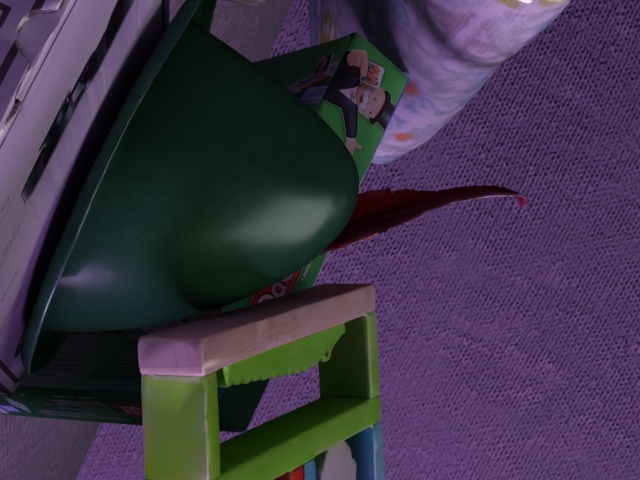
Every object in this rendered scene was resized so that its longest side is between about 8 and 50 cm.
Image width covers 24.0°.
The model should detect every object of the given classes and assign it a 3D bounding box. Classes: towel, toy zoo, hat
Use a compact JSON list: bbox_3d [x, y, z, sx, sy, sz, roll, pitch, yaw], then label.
[{"bbox_3d":[0.047,-0.257,0.850,0.320,0.090,0.375,128,-43,-77],"label":"towel"},{"bbox_3d":[-0.016,0.174,0.666,0.192,0.030,0.293,-11,100,-67],"label":"toy zoo"},{"bbox_3d":[0.000,0.000,0.643,0.173,0.183,0.209,121,-6,-67],"label":"hat"}]

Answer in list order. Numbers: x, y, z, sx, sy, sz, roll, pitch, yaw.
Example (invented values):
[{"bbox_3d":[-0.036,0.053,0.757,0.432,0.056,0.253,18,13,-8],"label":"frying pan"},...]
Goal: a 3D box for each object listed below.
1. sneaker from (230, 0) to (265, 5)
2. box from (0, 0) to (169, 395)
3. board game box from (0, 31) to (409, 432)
[{"bbox_3d":[-0.057,-0.168,0.581,0.110,0.118,0.292,-63,179,-8],"label":"sneaker"},{"bbox_3d":[-0.127,-0.047,0.553,0.290,0.087,0.169,121,-6,-78],"label":"box"},{"bbox_3d":[-0.099,0.002,0.876,0.317,0.046,0.214,-6,-127,55],"label":"board game box"}]
